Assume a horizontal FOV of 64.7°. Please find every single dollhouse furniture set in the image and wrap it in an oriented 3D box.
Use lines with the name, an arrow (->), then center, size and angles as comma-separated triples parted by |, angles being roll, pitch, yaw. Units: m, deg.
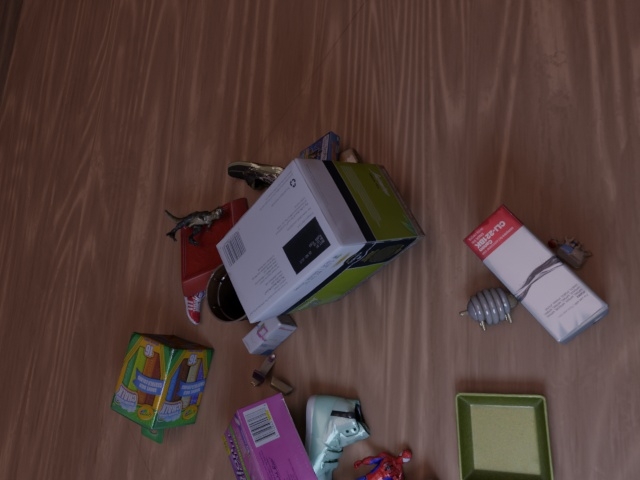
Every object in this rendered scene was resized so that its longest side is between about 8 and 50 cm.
dollhouse furniture set -> -0.120, 0.373, 1.383 | 0.114, 0.091, 0.081 | 30, 50, 8

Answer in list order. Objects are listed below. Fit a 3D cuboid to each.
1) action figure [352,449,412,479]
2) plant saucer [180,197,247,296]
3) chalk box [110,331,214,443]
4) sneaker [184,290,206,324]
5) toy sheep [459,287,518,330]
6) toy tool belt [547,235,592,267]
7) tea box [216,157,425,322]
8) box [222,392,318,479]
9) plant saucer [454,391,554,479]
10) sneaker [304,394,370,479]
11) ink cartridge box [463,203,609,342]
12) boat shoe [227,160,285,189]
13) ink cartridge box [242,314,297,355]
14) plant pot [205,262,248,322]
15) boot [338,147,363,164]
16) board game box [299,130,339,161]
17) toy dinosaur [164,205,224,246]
action figure -> 0.089, 0.556, 1.133 | 0.280, 0.139, 0.091 | -35, 57, -7
plant saucer -> -0.332, 0.012, 1.537 | 0.258, 0.047, 0.259 | -22, 59, 21
chalk box -> -0.460, 0.428, 1.449 | 0.180, 0.179, 0.289 | 10, 82, 30
sneaker -> -0.376, 0.192, 1.542 | 0.067, 0.042, 0.119 | -32, 63, 21
toy sheep -> 0.378, 0.151, 1.134 | 0.131, 0.091, 0.091 | -18, 69, 3
toy tool belt -> 0.546, 0.017, 1.105 | 0.051, 0.052, 0.083 | -36, 63, -19
tea box -> 0.000, 0.000, 1.175 | 0.329, 0.323, 0.220 | -41, 67, 35
box -> -0.132, 0.522, 1.218 | 0.214, 0.117, 0.243 | 62, 149, 24
plant saucer -> 0.391, 0.425, 1.082 | 0.188, 0.045, 0.189 | -7, 75, 26
sneaker -> 0.043, 0.506, 1.217 | 0.150, 0.094, 0.256 | -6, 76, 23
ink cartridge box -> 0.447, 0.076, 1.050 | 0.114, 0.197, 0.273 | -45, 62, 13
boat shoe -> -0.191, -0.189, 1.518 | 0.223, 0.080, 0.074 | 9, 77, 24
ink cartridge box -> -0.136, 0.253, 1.375 | 0.122, 0.088, 0.052 | -43, 60, 12
plant pot -> -0.199, 0.150, 1.389 | 0.166, 0.165, 0.167 | -7, 75, 25
boot -> 0.056, -0.106, 1.383 | 0.206, 0.090, 0.249 | -35, 65, 30
board game box -> -0.012, -0.181, 1.364 | 0.136, 0.035, 0.201 | -26, 48, 43
toy dinosaur -> -0.399, -0.047, 1.538 | 0.268, 0.064, 0.118 | -1, 53, 32
